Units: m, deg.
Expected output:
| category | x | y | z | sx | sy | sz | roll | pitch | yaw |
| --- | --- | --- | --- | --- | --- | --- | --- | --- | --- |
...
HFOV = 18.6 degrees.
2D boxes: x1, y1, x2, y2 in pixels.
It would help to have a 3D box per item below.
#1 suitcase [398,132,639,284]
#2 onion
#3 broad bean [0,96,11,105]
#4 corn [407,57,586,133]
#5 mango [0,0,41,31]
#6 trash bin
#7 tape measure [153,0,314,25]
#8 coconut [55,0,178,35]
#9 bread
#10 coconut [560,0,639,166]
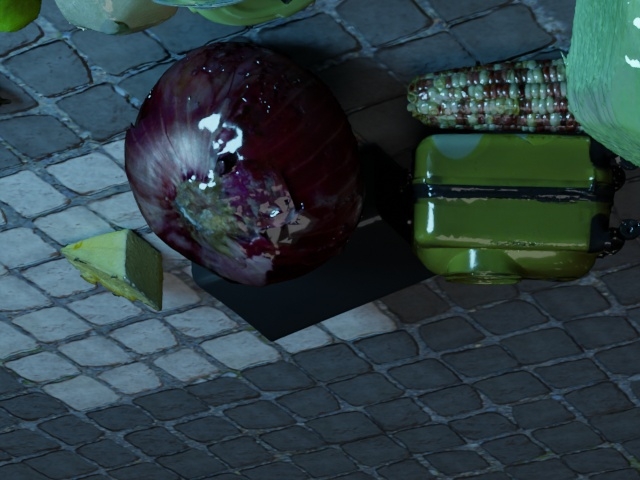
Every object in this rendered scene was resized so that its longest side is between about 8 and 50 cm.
| category | x | y | z | sx | sy | sz | roll | pitch | yaw |
| --- | --- | --- | --- | --- | --- | --- | --- | --- | --- |
| suitcase | 0.195 | -0.030 | 1.952 | 0.235 | 0.143 | 0.194 | 1 | 176 | 2 |
| onion | -0.062 | -0.077 | 1.897 | 0.252 | 0.219 | 0.252 | 17 | 122 | 30 |
| broad bean | -0.450 | -0.177 | 1.879 | 0.339 | 0.061 | 0.077 | 20 | 156 | -26 |
| corn | 0.203 | -0.138 | 1.893 | 0.237 | 0.079 | 0.079 | -1 | 149 | 9 |
| mango | -0.284 | -0.266 | 1.675 | 0.125 | 0.111 | 0.233 | 2 | 148 | 13 |
| trash bin | 0.000 | 0.000 | 2.106 | 0.225 | 0.115 | 0.165 | -20 | 142 | 26 |
| tape measure | -0.050 | -0.257 | 1.646 | 0.200 | 0.106 | 0.175 | -42 | 147 | 13 |
| coconut | -0.178 | -0.234 | 1.708 | 0.116 | 0.122 | 0.116 | 1 | 150 | 1 |
| bread | -0.243 | 0.040 | 2.209 | 0.109 | 0.080 | 0.084 | -15 | 143 | 22 |
| coconut | 0.351 | -0.201 | 1.596 | 0.281 | 0.328 | 0.328 | 28 | 153 | 16 |
